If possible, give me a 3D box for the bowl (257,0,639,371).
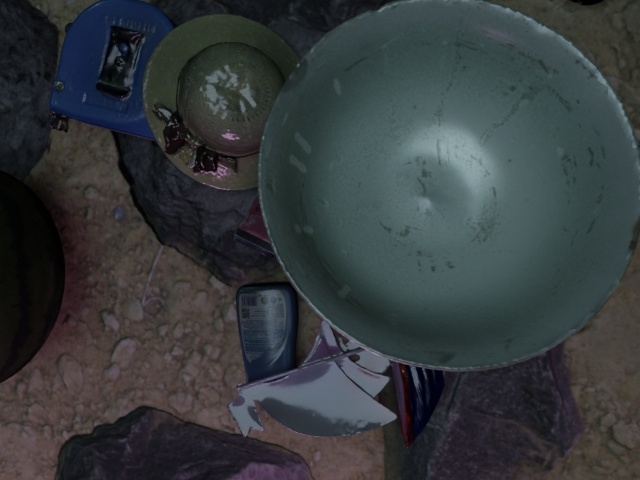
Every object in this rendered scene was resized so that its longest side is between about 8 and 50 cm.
[{"bbox_3d":[0.144,-0.063,0.651,0.433,0.196,0.436,0,82,1],"label":"bowl"}]

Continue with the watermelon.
[{"bbox_3d":[-0.527,0.041,0.730,0.278,0.279,0.360,-3,93,9],"label":"watermelon"}]

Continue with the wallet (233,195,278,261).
[{"bbox_3d":[0.000,0.000,0.751,0.232,0.025,0.119,25,60,7],"label":"wallet"}]

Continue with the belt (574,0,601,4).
[{"bbox_3d":[0.390,-0.399,0.688,0.105,0.058,0.140,17,94,4],"label":"belt"}]

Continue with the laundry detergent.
[{"bbox_3d":[-0.079,0.169,0.775,0.096,0.061,0.207,-2,92,1],"label":"laundry detergent"}]

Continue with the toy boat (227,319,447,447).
[{"bbox_3d":[0.042,0.218,0.722,0.318,0.072,0.219,-38,82,-8],"label":"toy boat"}]

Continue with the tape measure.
[{"bbox_3d":[-0.232,-0.235,0.770,0.350,0.098,0.216,15,95,5],"label":"tape measure"}]

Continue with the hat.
[{"bbox_3d":[-0.118,-0.197,0.689,0.256,0.130,0.258,-2,97,-14],"label":"hat"}]
